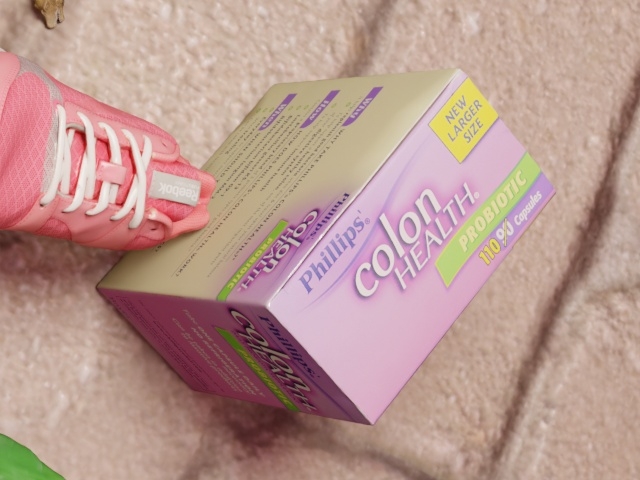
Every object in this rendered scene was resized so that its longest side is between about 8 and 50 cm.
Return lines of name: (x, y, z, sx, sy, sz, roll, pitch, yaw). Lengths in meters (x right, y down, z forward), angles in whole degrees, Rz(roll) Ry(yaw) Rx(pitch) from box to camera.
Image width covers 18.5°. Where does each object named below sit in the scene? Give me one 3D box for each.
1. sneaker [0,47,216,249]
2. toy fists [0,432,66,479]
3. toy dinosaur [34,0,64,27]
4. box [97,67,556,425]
sneaker: (-0.146, -0.053, 1.229, 0.136, 0.314, 0.116, 11, 90, 11)
toy fists: (-0.271, 0.253, 1.286, 0.142, 0.096, 0.279, 36, 75, -17)
toy dinosaur: (-0.182, -0.242, 1.352, 0.092, 0.053, 0.183, -20, 101, -28)
box: (0.000, 0.000, 1.356, 0.117, 0.243, 0.213, 49, 67, -23)
